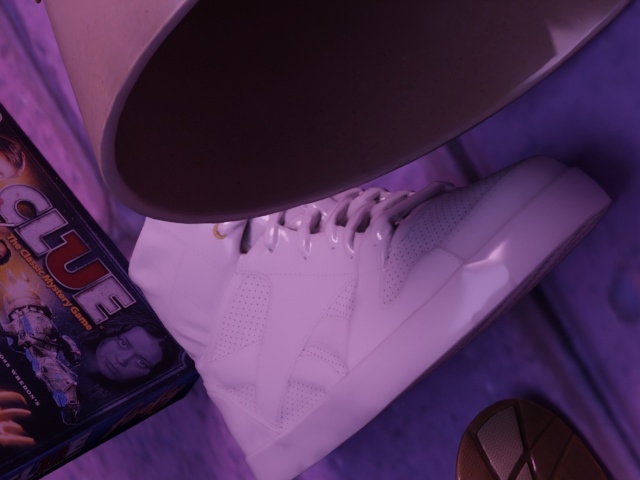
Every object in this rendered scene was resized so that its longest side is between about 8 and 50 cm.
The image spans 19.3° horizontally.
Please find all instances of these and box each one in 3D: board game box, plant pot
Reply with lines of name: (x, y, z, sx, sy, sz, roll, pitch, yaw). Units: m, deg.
board game box: (-0.201, 0.020, 1.068, 0.243, 0.165, 0.042, 49, 137, 13)
plant pot: (-0.027, -0.190, 0.747, 0.274, 0.256, 0.256, 61, 140, 20)

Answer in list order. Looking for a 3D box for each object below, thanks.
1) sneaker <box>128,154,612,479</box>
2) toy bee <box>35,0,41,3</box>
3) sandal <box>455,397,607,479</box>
sneaker: (0.000, 0.000, 0.896, 0.169, 0.108, 0.292, 54, 140, 5)
toy bee: (-0.187, -0.234, 0.954, 0.298, 0.162, 0.195, 21, 120, 7)
sandal: (0.122, 0.161, 0.898, 0.180, 0.072, 0.049, 54, 160, 3)
